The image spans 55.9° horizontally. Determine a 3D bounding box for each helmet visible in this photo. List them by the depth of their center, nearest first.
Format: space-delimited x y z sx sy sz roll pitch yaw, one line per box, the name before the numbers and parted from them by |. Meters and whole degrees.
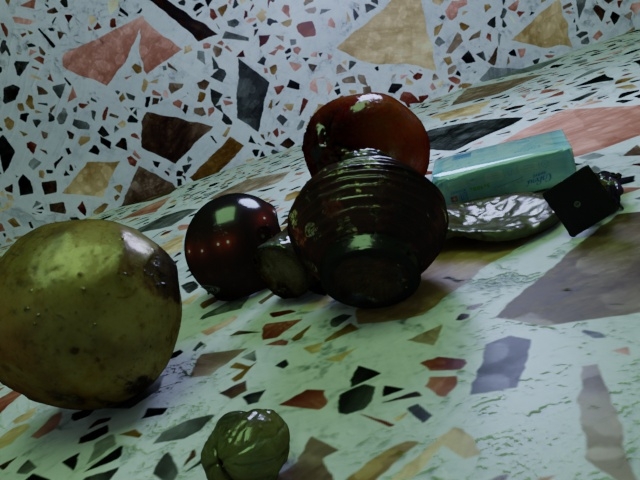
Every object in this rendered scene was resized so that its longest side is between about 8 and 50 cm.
helmet | -0.165 0.011 1.168 0.189 0.193 0.216 -3 65 46

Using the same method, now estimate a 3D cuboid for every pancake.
pancake | 0.291 -0.038 1.035 0.236 0.042 0.222 -7 16 28

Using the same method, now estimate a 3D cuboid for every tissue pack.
tissue pack | 0.361 -0.139 1.206 0.263 0.089 0.177 -11 19 18

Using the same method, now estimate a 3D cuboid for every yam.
yam | 0.001 0.001 1.093 0.131 0.131 0.279 -6 21 38

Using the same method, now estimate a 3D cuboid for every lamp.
lamp | 0.070 -0.025 0.907 0.247 0.247 0.247 -18 16 5

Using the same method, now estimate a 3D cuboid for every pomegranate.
pomegranate | -0.332 0.103 0.858 0.281 0.281 0.281 -18 16 5

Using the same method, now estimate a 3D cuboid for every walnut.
walnut | -0.072 0.205 0.589 0.092 0.092 0.092 -18 16 5

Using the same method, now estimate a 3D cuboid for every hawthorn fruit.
hawthorn fruit | 0.117 -0.209 1.418 0.311 0.295 0.295 1 11 -17

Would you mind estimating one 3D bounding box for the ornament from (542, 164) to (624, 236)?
ornament | 0.429 -0.072 0.955 0.081 0.088 0.203 -37 -9 34
